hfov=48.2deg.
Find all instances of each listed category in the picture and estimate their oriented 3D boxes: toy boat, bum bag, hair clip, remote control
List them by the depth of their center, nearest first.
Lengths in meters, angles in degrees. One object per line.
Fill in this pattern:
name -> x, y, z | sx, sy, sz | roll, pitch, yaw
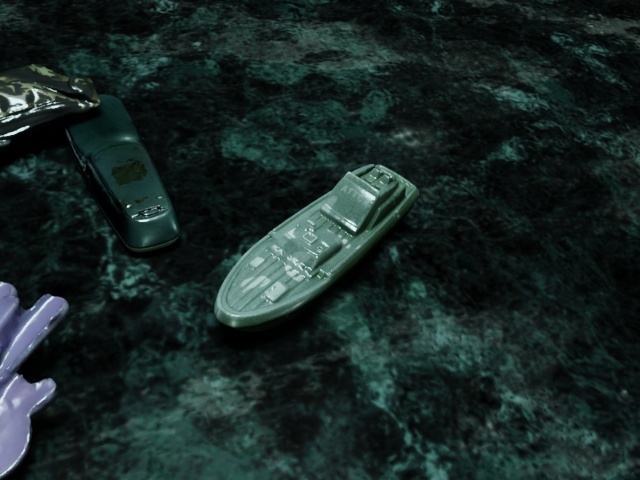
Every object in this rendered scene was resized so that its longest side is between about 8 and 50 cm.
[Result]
hair clip -> -0.275, 0.138, 0.472 | 0.137, 0.090, 0.278 | 10, 36, 16
toy boat -> 0.000, 0.000, 0.656 | 0.078, 0.085, 0.260 | 35, 49, 21
bum bag -> -0.348, -0.119, 0.712 | 0.248, 0.069, 0.102 | -26, 32, -25
remote control -> -0.201, -0.074, 0.717 | 0.072, 0.042, 0.222 | -18, 52, -24
